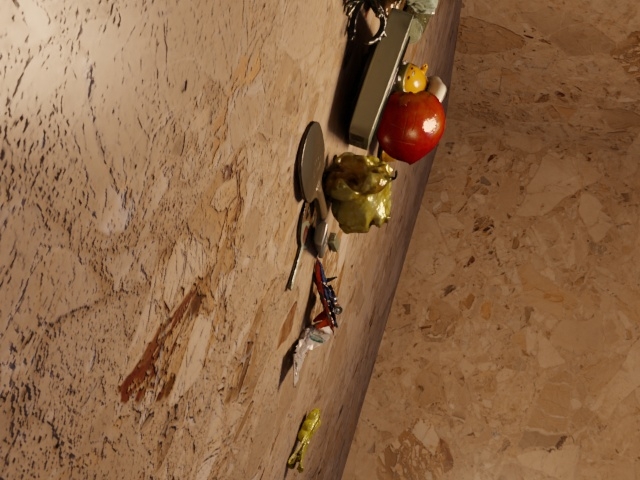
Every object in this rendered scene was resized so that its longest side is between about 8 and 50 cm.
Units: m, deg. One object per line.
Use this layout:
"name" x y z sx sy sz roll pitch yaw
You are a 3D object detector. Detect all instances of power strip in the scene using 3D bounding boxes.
"power strip" 0.033 0.006 1.667 0.083 0.017 0.027 70 36 -68

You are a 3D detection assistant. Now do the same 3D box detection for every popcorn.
"popcorn" 0.090 -0.112 1.478 0.168 0.173 0.195 -56 155 -25

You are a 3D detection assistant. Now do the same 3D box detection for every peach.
"peach" 0.233 -0.300 1.872 0.197 0.197 0.197 13 90 -78

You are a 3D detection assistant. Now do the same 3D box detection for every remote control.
"remote control" 0.000 0.000 1.472 0.184 0.027 0.050 84 21 -79

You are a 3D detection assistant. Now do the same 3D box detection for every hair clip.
"hair clip" -0.037 0.517 1.835 0.072 0.046 0.173 92 18 -54

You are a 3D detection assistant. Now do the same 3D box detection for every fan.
"fan" -0.030 -0.009 1.377 0.152 0.008 0.226 65 40 -73

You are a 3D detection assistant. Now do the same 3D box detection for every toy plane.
"toy plane" 0.014 0.122 1.584 0.130 0.061 0.189 -115 -158 -62

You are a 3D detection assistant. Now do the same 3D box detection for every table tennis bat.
"table tennis bat" -0.011 -0.117 1.304 0.234 0.022 0.131 78 25 -53

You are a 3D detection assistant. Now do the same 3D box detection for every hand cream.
"hand cream" -0.026 0.238 1.585 0.257 0.050 0.084 -40 138 -66

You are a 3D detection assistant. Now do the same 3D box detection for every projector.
"projector" 0.116 -0.331 1.481 0.257 0.079 0.259 -19 128 -87

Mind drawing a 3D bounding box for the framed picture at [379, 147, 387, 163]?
"framed picture" 0.194 -0.264 2.131 0.142 0.011 0.183 -45 147 -68

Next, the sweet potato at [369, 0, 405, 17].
"sweet potato" 0.159 -0.541 1.532 0.273 0.075 0.075 -64 163 -59

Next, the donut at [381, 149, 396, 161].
"donut" 0.208 -0.278 2.054 0.097 0.043 0.108 -56 152 -61

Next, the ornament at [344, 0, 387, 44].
"ornament" 0.106 -0.483 1.332 0.202 0.080 0.236 -18 118 -73

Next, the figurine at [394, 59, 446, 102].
"figurine" 0.239 -0.430 2.021 0.250 0.141 0.166 -7 -125 65

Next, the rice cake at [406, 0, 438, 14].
"rice cake" 0.167 -0.486 1.282 0.336 0.063 0.066 -1 98 -70

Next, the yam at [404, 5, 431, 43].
"yam" 0.265 -0.622 1.919 0.078 0.078 0.179 86 24 -55
